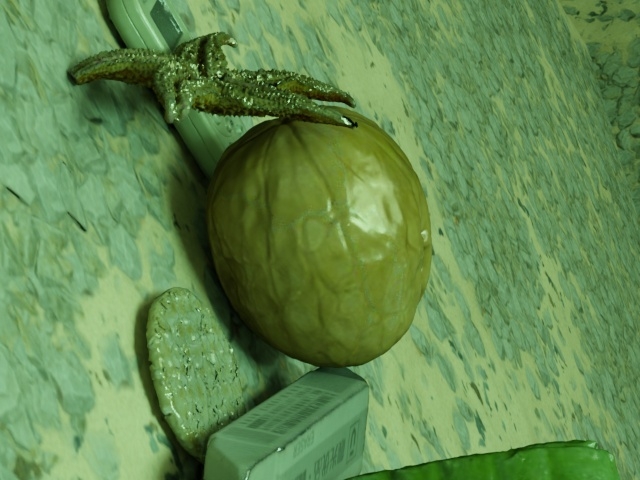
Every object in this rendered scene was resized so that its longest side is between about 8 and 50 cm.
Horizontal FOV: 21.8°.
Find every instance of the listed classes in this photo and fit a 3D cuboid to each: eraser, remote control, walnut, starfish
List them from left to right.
[{"bbox_3d":[-0.120,-0.137,1.441,0.221,0.042,0.078,59,22,-22],"label":"remote control"},{"bbox_3d":[-0.081,-0.126,1.328,0.240,0.227,0.043,-87,-167,-66],"label":"starfish"},{"bbox_3d":[-0.024,0.168,1.290,0.352,0.061,0.089,-23,119,-71],"label":"eraser"},{"bbox_3d":[0.000,0.000,1.390,0.195,0.195,0.222,-71,156,-63],"label":"walnut"}]

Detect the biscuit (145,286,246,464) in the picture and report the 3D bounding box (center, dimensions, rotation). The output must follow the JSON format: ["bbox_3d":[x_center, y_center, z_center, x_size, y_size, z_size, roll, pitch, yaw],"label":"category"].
[{"bbox_3d":[-0.094,0.106,1.268,0.152,0.020,0.152,-19,90,-73],"label":"biscuit"}]

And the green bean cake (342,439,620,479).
[{"bbox_3d":[0.131,0.259,1.313,0.222,0.248,0.125,77,6,-51],"label":"green bean cake"}]
